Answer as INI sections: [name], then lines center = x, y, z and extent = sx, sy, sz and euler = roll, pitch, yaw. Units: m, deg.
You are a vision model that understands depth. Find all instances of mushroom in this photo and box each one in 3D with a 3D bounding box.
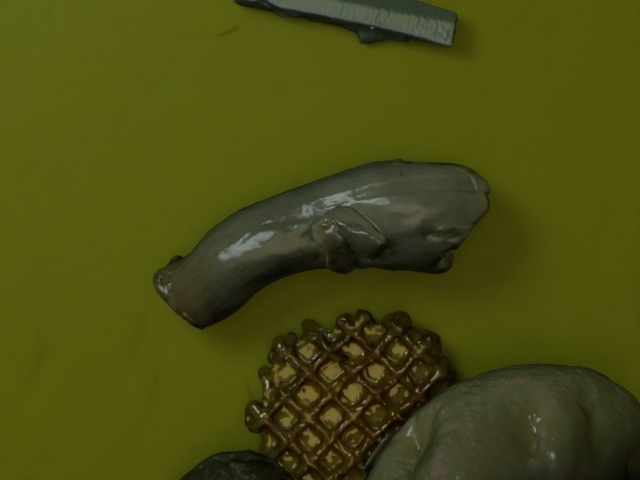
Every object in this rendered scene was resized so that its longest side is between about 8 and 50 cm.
[mushroom]
center = 0.000, -0.002, 1.353
extent = 0.278, 0.096, 0.099
euler = -16, 49, 3

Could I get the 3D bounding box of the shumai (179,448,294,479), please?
[shumai]
center = -0.021, 0.305, 1.354
extent = 0.203, 0.222, 0.272
euler = 7, 85, -37

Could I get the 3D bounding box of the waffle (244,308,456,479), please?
[waffle]
center = 0.028, 0.144, 1.386
extent = 0.191, 0.038, 0.191
euler = 0, 94, -1

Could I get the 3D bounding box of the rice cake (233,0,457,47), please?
[rice cake]
center = 0.020, -0.183, 1.364
extent = 0.180, 0.030, 0.042
euler = 12, 89, -1

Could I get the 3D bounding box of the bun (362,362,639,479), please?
[bun]
center = 0.162, 0.232, 1.315
extent = 0.272, 0.168, 0.273
euler = -5, 108, -17
